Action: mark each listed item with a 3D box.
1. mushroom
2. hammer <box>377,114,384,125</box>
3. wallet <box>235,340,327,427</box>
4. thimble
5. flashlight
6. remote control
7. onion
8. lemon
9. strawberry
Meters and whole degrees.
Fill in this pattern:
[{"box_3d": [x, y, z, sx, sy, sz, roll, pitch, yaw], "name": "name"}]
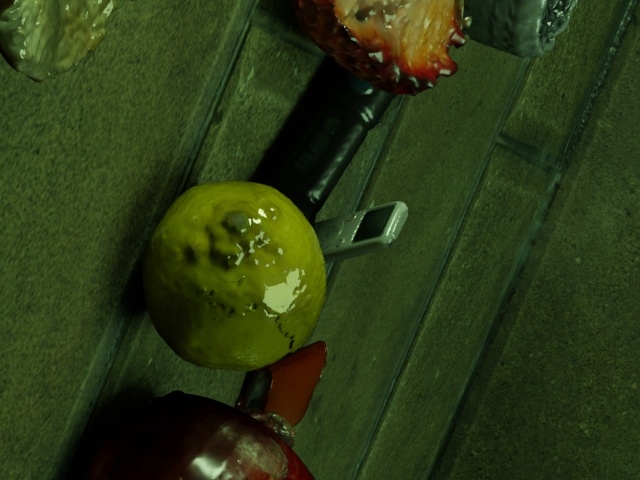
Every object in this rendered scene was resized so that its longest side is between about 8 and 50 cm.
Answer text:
[{"box_3d": [-0.134, -0.228, 1.281, 0.208, 0.302, 0.233, 19, 80, -41], "name": "mushroom"}, {"box_3d": [-0.002, -0.069, 2.247, 0.287, 0.033, 0.111, -58, -170, -11], "name": "hammer"}, {"box_3d": [-0.061, 0.221, 2.474, 0.204, 0.045, 0.142, -19, 133, -67], "name": "wallet"}, {"box_3d": [0.291, -0.393, 2.527, 0.245, 0.157, 0.217, -69, 164, 9], "name": "thimble"}, {"box_3d": [0.020, -0.150, 2.147, 0.424, 0.103, 0.103, -57, 161, -23], "name": "flashlight"}, {"box_3d": [0.000, 0.000, 2.098, 0.029, 0.261, 0.067, 44, 54, -27], "name": "remote control"}, {"box_3d": [-0.135, 0.345, 1.998, 0.341, 0.341, 0.341, -55, 160, -32], "name": "onion"}, {"box_3d": [-0.093, 0.039, 1.881, 0.204, 0.204, 0.260, -58, 169, -25], "name": "lemon"}, {"box_3d": [0.053, -0.274, 2.004, 0.280, 0.150, 0.253, -50, 136, -38], "name": "strawberry"}]
